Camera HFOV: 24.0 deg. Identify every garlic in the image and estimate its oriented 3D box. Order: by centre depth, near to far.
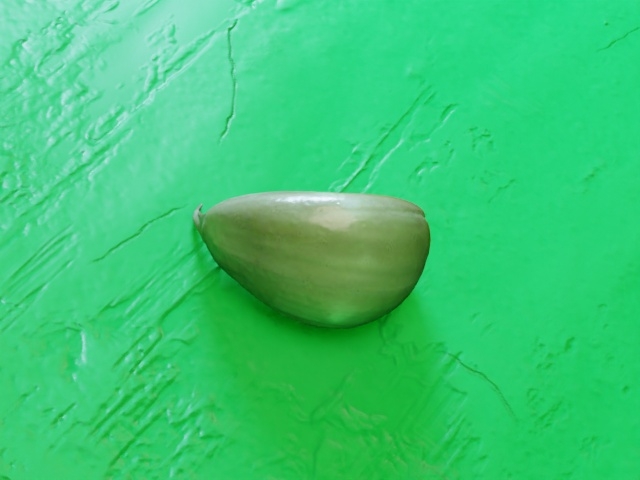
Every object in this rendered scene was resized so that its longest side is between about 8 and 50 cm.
[{"bbox_3d":[-0.002,0.005,1.538,0.245,0.145,0.164,6,23,-14],"label":"garlic"}]
